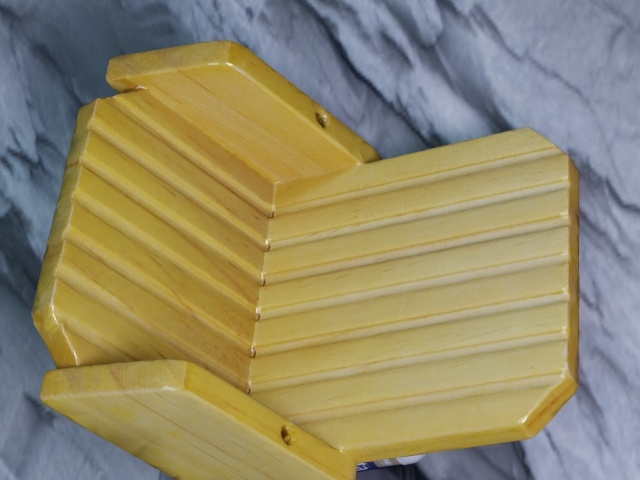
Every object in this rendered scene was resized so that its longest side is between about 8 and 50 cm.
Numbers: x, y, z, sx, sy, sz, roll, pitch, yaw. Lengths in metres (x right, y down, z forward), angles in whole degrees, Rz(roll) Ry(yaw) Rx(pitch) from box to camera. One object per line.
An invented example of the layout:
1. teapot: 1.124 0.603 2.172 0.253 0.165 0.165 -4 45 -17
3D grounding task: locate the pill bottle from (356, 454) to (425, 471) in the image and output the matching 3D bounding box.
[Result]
1. pill bottle: 0.042 0.154 1.405 0.169 0.094 0.094 -11 75 19

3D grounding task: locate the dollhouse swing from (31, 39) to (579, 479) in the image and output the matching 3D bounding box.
1. dollhouse swing: 0.000 0.000 1.300 0.305 0.315 0.347 -23 46 36
